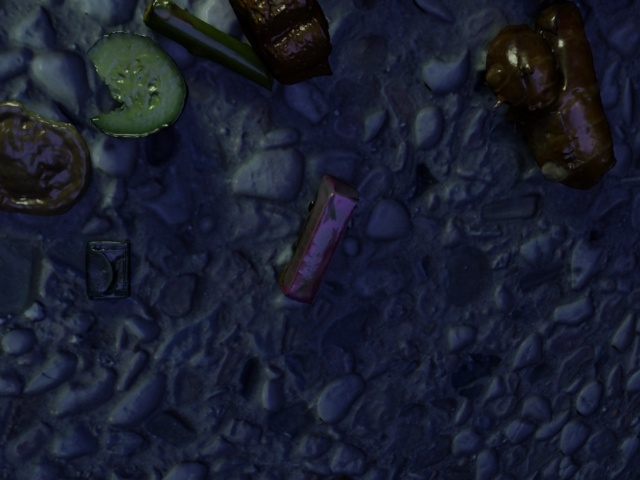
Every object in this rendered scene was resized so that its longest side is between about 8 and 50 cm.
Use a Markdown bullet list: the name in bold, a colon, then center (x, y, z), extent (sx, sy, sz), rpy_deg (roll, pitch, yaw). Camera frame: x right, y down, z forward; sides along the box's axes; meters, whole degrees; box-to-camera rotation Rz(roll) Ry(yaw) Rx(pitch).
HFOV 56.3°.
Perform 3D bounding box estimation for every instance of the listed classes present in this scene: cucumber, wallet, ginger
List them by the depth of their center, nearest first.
- **cucumber**: center (-0.329, -0.282, 1.095), extent (0.191, 0.130, 0.191), rpy_deg (-4, 106, -15)
- **wallet**: center (-0.439, 0.064, 1.238), extent (0.088, 0.026, 0.129), rpy_deg (0, 109, -17)
- **ginger**: center (0.490, -0.290, 1.307), extent (0.254, 0.176, 0.419), rpy_deg (-24, 106, -10)

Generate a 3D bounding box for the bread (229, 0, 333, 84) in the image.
- **bread**: center (-0.071, -0.404, 1.066), extent (0.135, 0.232, 0.247), rpy_deg (-30, 84, -3)

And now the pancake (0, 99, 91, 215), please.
- **pancake**: center (-0.553, -0.146, 1.120), extent (0.222, 0.042, 0.236), rpy_deg (-46, 116, 1)

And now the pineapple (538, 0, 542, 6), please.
- **pineapple**: center (0.549, -0.636, 1.187), extent (0.161, 0.158, 0.335), rpy_deg (25, 92, 2)

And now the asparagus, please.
- **asparagus**: center (-0.198, -0.370, 1.136), extent (0.277, 0.060, 0.067), rpy_deg (21, 92, -23)

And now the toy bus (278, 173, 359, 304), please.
- **toy bus**: center (-0.001, 0.000, 1.305), extent (0.090, 0.112, 0.274), rpy_deg (20, 103, -14)
